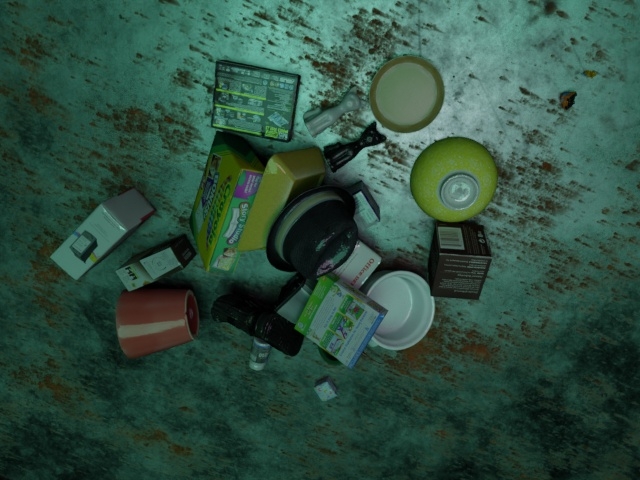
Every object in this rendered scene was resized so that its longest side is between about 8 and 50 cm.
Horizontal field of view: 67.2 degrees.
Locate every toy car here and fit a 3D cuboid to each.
[{"bbox_3d":[0.782,-0.461,1.472,0.122,0.060,0.040,-47,57,5],"label":"toy car"}]

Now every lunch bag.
[{"bbox_3d":[0.023,0.619,1.995,0.071,0.053,0.083,-30,97,15],"label":"lunch bag"}]

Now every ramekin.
[{"bbox_3d":[0.253,0.236,1.711,0.277,0.135,0.277,-1,95,-17],"label":"ramekin"}]

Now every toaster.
[{"bbox_3d":[-0.066,0.189,1.764,0.110,0.168,0.185,40,112,-13],"label":"toaster"}]

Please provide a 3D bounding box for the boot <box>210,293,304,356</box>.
[{"bbox_3d":[-0.231,0.319,1.844,0.260,0.131,0.348,12,157,32],"label":"boot"}]

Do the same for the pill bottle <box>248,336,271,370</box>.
[{"bbox_3d":[-0.244,0.449,1.939,0.078,0.078,0.137,16,114,0],"label":"pill bottle"}]

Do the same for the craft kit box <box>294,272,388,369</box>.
[{"bbox_3d":[0.064,0.266,1.618,0.246,0.061,0.250,33,116,12],"label":"craft kit box"}]

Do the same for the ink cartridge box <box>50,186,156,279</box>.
[{"bbox_3d":[-0.770,-0.029,1.719,0.306,0.226,0.131,-39,102,21],"label":"ink cartridge box"}]

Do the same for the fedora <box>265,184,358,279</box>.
[{"bbox_3d":[0.000,0.000,1.465,0.334,0.152,0.334,-22,137,-22],"label":"fedora"}]

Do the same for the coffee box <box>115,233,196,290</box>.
[{"bbox_3d":[-0.608,0.081,1.793,0.246,0.141,0.098,-21,108,15],"label":"coffee box"}]

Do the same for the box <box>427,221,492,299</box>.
[{"bbox_3d":[0.462,0.069,1.624,0.166,0.168,0.203,3,131,4],"label":"box"}]

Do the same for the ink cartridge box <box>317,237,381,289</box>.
[{"bbox_3d":[0.044,0.048,1.687,0.273,0.115,0.198,37,97,-13],"label":"ink cartridge box"}]

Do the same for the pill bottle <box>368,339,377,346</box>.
[{"bbox_3d":[0.166,0.308,1.817,0.108,0.108,0.180,-32,106,18],"label":"pill bottle"}]

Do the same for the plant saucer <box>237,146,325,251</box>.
[{"bbox_3d":[-0.101,-0.123,1.541,0.081,0.332,0.333,30,114,14],"label":"plant saucer"}]

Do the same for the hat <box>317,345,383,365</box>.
[{"bbox_3d":[0.109,0.410,1.911,0.173,0.183,0.209,-26,68,33],"label":"hat"}]

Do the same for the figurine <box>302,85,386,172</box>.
[{"bbox_3d":[0.079,-0.364,1.565,0.209,0.092,0.215,-29,106,9],"label":"figurine"}]

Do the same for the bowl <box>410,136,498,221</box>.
[{"bbox_3d":[0.439,-0.176,1.557,0.289,0.156,0.290,2,113,5],"label":"bowl"}]

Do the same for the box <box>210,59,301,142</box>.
[{"bbox_3d":[-0.214,-0.452,1.568,0.270,0.060,0.216,11,114,2],"label":"box"}]

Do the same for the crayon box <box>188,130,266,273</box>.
[{"bbox_3d":[-0.313,-0.128,1.574,0.106,0.313,0.363,9,117,-30],"label":"crayon box"}]

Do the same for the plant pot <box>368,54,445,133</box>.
[{"bbox_3d":[0.271,-0.460,1.523,0.236,0.032,0.236,2,114,5],"label":"plant pot"}]

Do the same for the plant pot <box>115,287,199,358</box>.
[{"bbox_3d":[-0.605,0.297,1.833,0.243,0.275,0.275,-8,112,-1],"label":"plant pot"}]

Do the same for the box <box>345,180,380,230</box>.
[{"bbox_3d":[0.141,-0.120,1.623,0.072,0.137,0.126,-29,107,16],"label":"box"}]
